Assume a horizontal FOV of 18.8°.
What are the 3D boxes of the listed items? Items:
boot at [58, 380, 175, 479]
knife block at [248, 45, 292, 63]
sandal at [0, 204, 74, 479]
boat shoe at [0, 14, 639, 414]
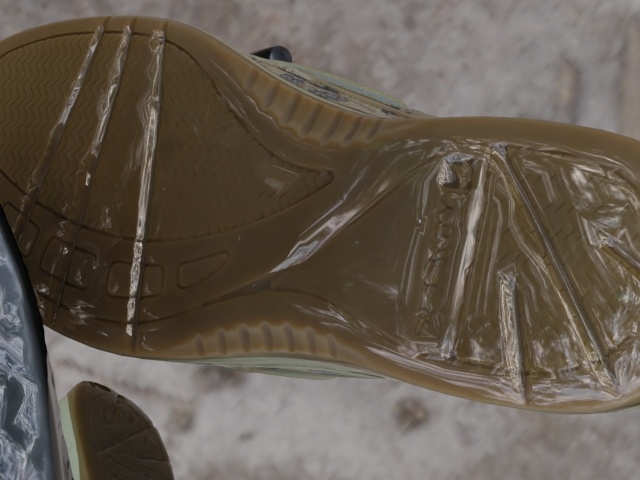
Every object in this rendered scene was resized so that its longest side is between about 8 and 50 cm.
[{"bbox_3d":[-0.128,0.182,0.811,0.165,0.213,0.077,-38,130,23],"label":"boot"},{"bbox_3d":[-0.111,-0.061,1.270,0.242,0.275,0.088,-3,80,8],"label":"knife block"},{"bbox_3d":[-0.118,0.139,0.532,0.107,0.167,0.446,148,100,-83],"label":"sandal"},{"bbox_3d":[0.000,0.000,0.596,0.285,0.089,0.104,17,88,33],"label":"boat shoe"}]
